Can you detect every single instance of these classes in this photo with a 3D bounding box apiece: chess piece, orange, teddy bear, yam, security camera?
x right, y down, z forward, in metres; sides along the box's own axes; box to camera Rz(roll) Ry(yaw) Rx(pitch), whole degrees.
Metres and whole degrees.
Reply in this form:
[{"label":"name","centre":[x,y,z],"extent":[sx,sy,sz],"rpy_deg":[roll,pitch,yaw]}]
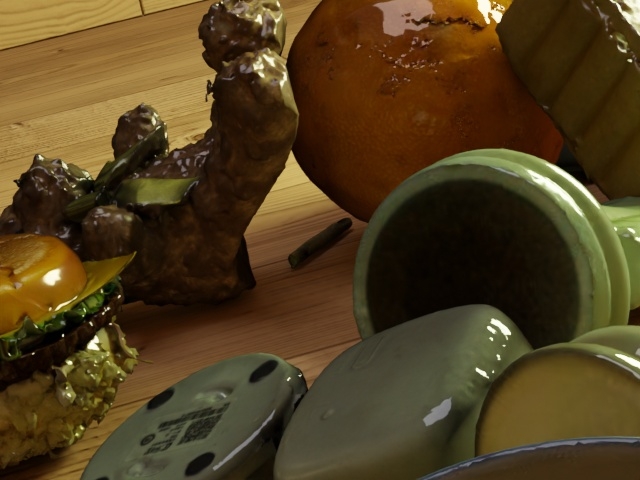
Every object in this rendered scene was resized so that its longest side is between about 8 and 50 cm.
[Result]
[{"label":"chess piece","centre":[0.159,0.017,1.204],"extent":[0.176,0.175,0.298],"rpy_deg":[-3,5,32]},{"label":"orange","centre":[0.085,-0.114,1.512],"extent":[0.240,0.240,0.240],"rpy_deg":[-11,16,3]},{"label":"teddy bear","centre":[-0.148,-0.055,1.467],"extent":[0.223,0.296,0.246],"rpy_deg":[8,30,-7]},{"label":"yam","centre":[0.000,0.000,1.583],"extent":[0.014,0.014,0.107],"rpy_deg":[-3,18,31]},{"label":"chess piece","centre":[0.209,0.085,0.911],"extent":[0.144,0.144,0.251],"rpy_deg":[4,18,45]},{"label":"security camera","centre":[-0.011,0.120,1.063],"extent":[0.302,0.080,0.157],"rpy_deg":[-15,26,34]}]

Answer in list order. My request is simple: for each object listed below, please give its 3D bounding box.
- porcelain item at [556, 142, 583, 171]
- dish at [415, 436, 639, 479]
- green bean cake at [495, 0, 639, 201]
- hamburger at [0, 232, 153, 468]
[{"label":"porcelain item","centre":[0.249,-0.210,1.628],"extent":[0.281,0.285,0.157],"rpy_deg":[-6,13,28]},{"label":"dish","centre":[0.092,0.208,0.555],"extent":[0.273,0.134,0.273],"rpy_deg":[-4,56,6]},{"label":"green bean cake","centre":[0.274,-0.124,1.398],"extent":[0.224,0.229,0.131],"rpy_deg":[-9,-32,-38]},{"label":"hamburger","centre":[-0.249,0.083,1.249],"extent":[0.243,0.138,0.262],"rpy_deg":[-24,19,-40]}]
